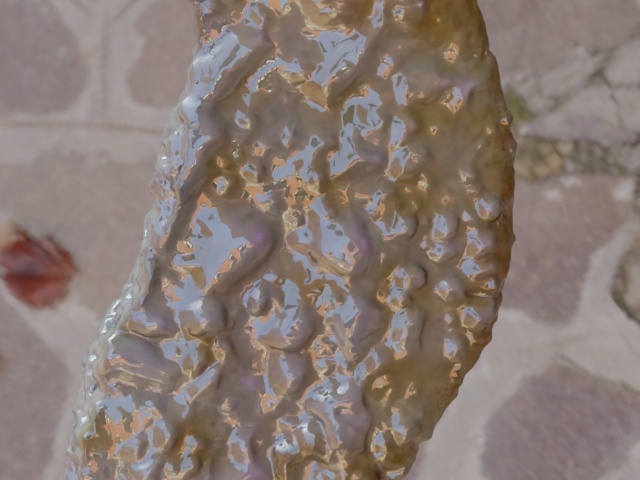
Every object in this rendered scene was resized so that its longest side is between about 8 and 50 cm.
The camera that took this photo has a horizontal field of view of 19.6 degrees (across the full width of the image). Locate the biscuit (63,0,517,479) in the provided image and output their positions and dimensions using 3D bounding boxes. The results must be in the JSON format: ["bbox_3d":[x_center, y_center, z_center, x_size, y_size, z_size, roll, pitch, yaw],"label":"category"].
[{"bbox_3d":[0.000,-0.001,0.653,0.038,0.141,0.290,-124,48,-73],"label":"biscuit"}]
